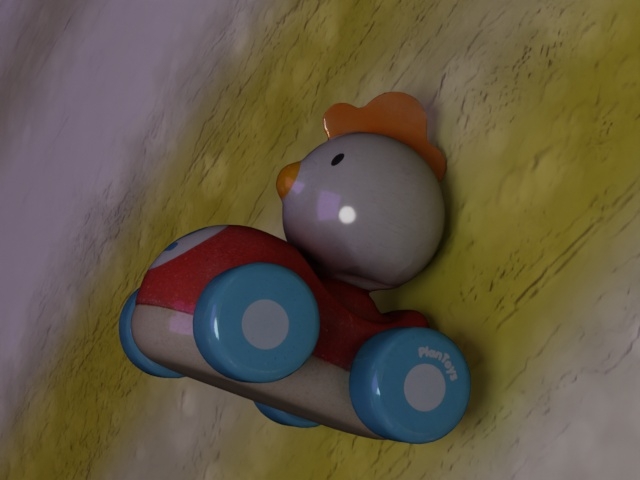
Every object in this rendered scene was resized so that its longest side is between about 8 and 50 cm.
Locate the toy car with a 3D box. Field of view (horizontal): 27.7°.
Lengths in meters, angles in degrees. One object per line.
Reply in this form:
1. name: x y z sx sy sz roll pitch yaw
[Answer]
1. toy car: 0.000 0.000 0.887 0.219 0.210 0.238 -13 56 66
